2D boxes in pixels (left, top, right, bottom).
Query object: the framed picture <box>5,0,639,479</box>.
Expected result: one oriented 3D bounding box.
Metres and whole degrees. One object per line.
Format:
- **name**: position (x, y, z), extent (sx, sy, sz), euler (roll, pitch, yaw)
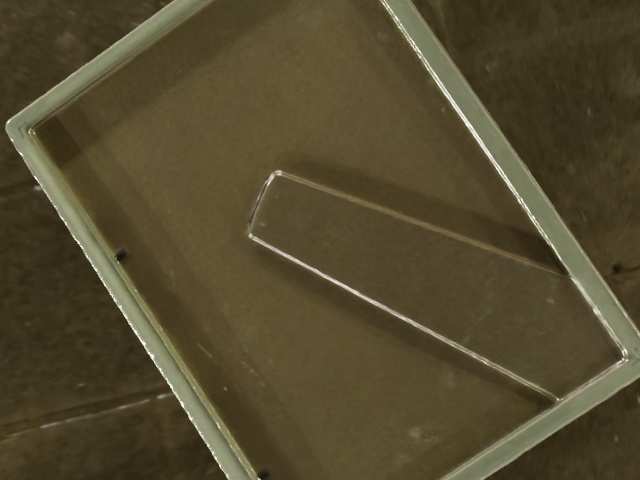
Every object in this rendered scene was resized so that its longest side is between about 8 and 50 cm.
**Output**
- **framed picture**: position (0.000, 0.000, 0.562), extent (0.150, 0.015, 0.203), euler (-35, 83, 8)
